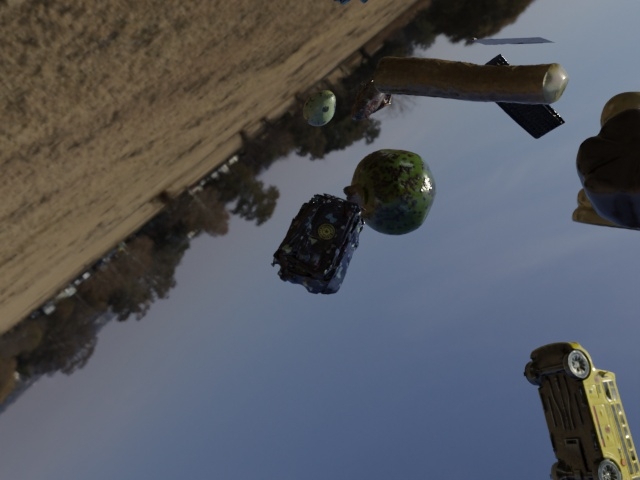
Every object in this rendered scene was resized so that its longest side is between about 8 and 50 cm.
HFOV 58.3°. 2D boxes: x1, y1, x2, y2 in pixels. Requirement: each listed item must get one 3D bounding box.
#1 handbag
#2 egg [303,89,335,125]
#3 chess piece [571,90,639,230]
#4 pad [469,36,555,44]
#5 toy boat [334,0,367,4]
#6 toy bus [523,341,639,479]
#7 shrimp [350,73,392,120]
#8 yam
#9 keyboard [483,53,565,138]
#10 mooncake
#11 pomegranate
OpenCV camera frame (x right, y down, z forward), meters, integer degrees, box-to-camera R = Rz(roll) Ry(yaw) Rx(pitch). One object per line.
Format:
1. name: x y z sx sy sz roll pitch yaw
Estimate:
1. handbag: 0.000 0.000 1.337 0.113 0.161 0.260 77 35 -55
2. egg: 0.000 -0.370 1.605 0.110 0.085 0.085 -46 -173 27
3. chess piece: 0.667 -0.176 1.270 0.167 0.166 0.300 -152 -111 -77
4. pad: 0.486 -0.510 1.465 0.187 0.006 0.113 14 -164 38
5. toy boat: 0.088 -0.578 1.124 0.238 0.098 0.109 -64 -149 31
6. toy bus: 0.573 0.385 1.242 0.152 0.331 0.144 -1 160 -23
7. shrimp: 0.135 -0.362 1.394 0.073 0.074 0.190 -4 -129 60
8. yam: 0.253 -0.288 1.028 0.356 0.081 0.081 15 -132 38
9. keyboard: 0.446 -0.318 1.298 0.087 0.250 0.017 -32 -144 40
10. mooncake: 0.616 -0.139 1.084 0.244 0.133 0.245 -23 -136 24
11. pomegranate: 0.187 -0.136 1.603 0.270 0.255 0.254 -6 -176 -15
